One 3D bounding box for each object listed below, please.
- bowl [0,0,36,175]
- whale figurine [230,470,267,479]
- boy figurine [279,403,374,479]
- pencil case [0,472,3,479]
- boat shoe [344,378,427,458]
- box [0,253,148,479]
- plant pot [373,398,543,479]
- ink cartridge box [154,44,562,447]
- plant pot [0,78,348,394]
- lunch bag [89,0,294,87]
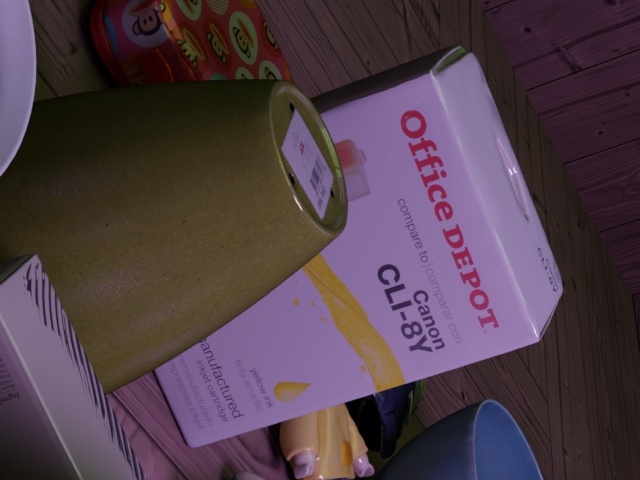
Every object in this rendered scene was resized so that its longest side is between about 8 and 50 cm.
[{"bbox_3d":[-0.345,-0.149,1.032,0.298,0.134,0.298,29,54,-51],"label":"bowl"},{"bbox_3d":[-0.053,0.336,1.432,0.216,0.141,0.272,51,3,-26],"label":"whale figurine"},{"bbox_3d":[0.014,0.237,1.704,0.177,0.092,0.285,27,51,-58],"label":"boy figurine"},{"bbox_3d":[-0.284,0.135,1.032,0.236,0.104,0.104,69,20,1],"label":"pencil case"},{"bbox_3d":[0.060,0.106,1.804,0.158,0.127,0.340,-61,144,-55],"label":"boat shoe"},{"bbox_3d":[-0.221,0.159,1.146,0.275,0.113,0.094,67,19,-14],"label":"box"},{"bbox_3d":[0.155,0.358,1.800,0.290,0.195,0.290,51,28,-41],"label":"plant pot"},{"bbox_3d":[0.005,0.007,1.458,0.279,0.385,0.160,67,21,-9],"label":"ink cartridge box"},{"bbox_3d":[-0.136,-0.023,1.258,0.275,0.293,0.275,52,27,-41],"label":"plant pot"},{"bbox_3d":[-0.132,-0.182,1.655,0.293,0.120,0.258,59,24,-31],"label":"lunch bag"}]
